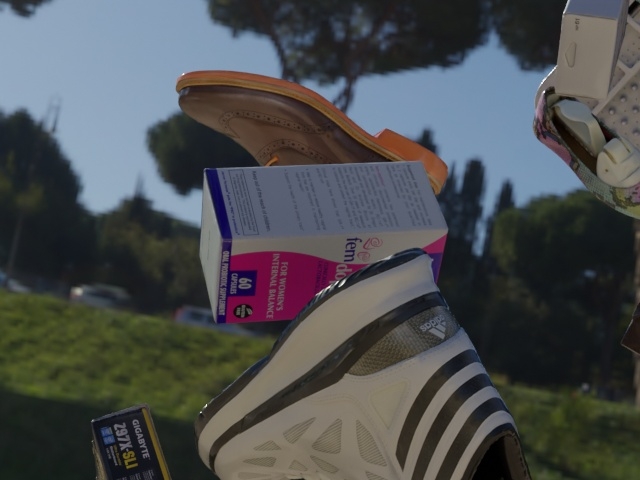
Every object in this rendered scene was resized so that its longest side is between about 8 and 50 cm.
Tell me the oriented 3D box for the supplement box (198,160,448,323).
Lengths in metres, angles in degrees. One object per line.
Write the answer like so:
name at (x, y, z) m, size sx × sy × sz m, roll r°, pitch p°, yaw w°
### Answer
supplement box at (0.000, 0.000, 1.401) m, size 0.220 × 0.114 × 0.111 m, roll -4°, pitch -49°, yaw -13°

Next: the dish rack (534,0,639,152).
dish rack at (0.515, -0.192, 2.108) m, size 0.333 × 0.285 × 0.072 m, roll 43°, pitch 18°, yaw 4°

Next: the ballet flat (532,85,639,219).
ballet flat at (0.327, -0.107, 1.690) m, size 0.221 × 0.077 × 0.079 m, roll 47°, pitch -16°, yaw 35°

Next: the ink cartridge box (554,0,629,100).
ink cartridge box at (0.257, -0.200, 1.344) m, size 0.052 × 0.122 × 0.088 m, roll 11°, pitch -50°, yaw 15°

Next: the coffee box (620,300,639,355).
coffee box at (0.447, 0.122, 1.588) m, size 0.141 × 0.098 × 0.246 m, roll 29°, pitch 3°, yaw 32°

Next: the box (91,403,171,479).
box at (-0.193, 0.394, 1.706) m, size 0.079 × 0.322 × 0.257 m, roll -14°, pitch -29°, yaw -16°

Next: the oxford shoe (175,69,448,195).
oxford shoe at (-0.021, -0.103, 1.793) m, size 0.363 × 0.133 × 0.130 m, roll 22°, pitch -16°, yaw -7°

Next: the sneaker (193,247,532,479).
sneaker at (0.034, 0.214, 1.324) m, size 0.169 × 0.257 × 0.447 m, roll -23°, pitch -16°, yaw -30°

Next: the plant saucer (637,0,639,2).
plant saucer at (0.342, -0.271, 1.475) m, size 0.195 × 0.037 × 0.195 m, roll 24°, pitch 30°, yaw -14°
